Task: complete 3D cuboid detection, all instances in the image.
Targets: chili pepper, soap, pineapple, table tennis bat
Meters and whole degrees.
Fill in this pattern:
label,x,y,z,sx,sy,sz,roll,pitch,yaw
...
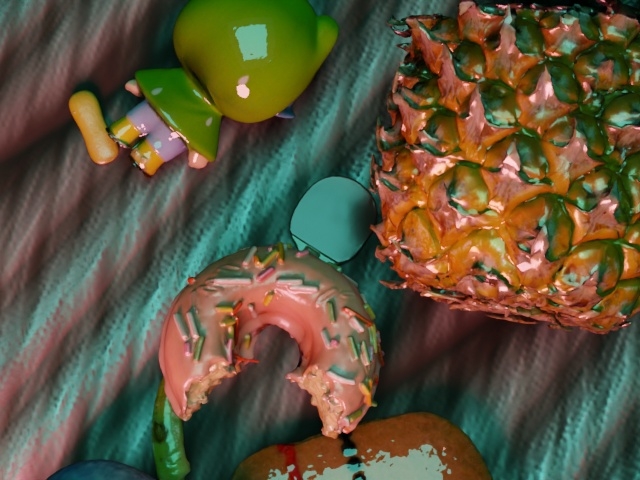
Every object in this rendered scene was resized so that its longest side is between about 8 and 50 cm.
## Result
label,x,y,z,sx,sy,sz,roll,pitch,yaw
chili pepper,-0.147,0.161,1.238,0.049,0.043,0.208,7,78,13
soap,-0.251,-0.126,1.307,0.034,0.012,0.089,-23,80,-6
pineapple,0.208,-0.069,1.159,0.352,0.352,0.300,12,88,1
table tennis bat,0.000,0.000,1.289,0.087,0.013,0.156,32,78,3

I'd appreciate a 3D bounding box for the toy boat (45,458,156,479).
label,x,y,z,sx,sy,sz,roll,pitch,yaw
toy boat,-0.166,0.363,1.154,0.215,0.123,0.330,-45,75,21

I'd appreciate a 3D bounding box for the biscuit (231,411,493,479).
label,x,y,z,sx,sy,sz,roll,pitch,yaw
biscuit,0.058,0.316,1.205,0.277,0.052,0.262,-11,79,-4

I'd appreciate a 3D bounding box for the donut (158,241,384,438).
label,x,y,z,sx,sy,sz,roll,pitch,yaw
donut,-0.046,0.093,1.208,0.233,0.085,0.199,6,69,-4

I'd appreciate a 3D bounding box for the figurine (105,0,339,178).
label,x,y,z,sx,sy,sz,roll,pitch,yaw
figurine,-0.108,-0.176,1.264,0.263,0.143,0.162,-40,76,2

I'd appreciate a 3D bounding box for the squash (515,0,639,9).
label,x,y,z,sx,sy,sz,roll,pitch,yaw
squash,0.290,-0.324,1.247,0.165,0.252,0.252,6,76,34
